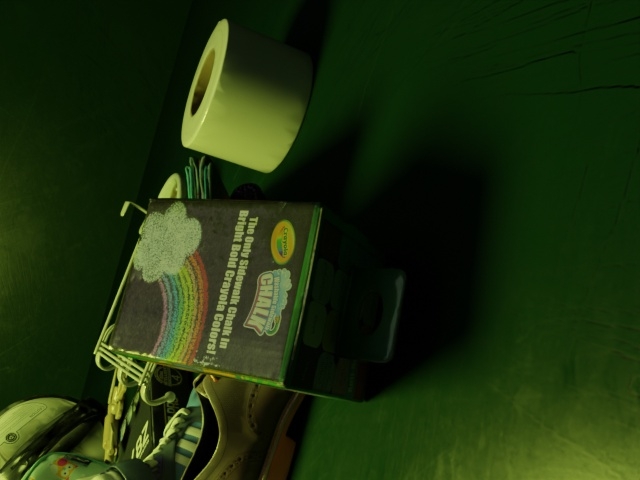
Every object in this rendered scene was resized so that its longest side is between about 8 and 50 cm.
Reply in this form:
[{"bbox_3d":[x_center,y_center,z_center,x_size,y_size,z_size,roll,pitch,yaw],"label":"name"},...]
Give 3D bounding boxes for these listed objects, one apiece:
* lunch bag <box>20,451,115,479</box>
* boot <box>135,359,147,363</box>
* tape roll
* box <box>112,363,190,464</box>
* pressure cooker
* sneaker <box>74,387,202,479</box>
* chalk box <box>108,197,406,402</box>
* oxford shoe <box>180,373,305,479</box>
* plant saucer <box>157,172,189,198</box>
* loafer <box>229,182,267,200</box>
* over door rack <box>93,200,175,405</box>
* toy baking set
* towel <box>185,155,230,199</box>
[{"bbox_3d":[-0.372,0.457,0.926,0.279,0.224,0.108,-72,-1,-60],"label":"lunch bag"},{"bbox_3d":[-0.321,0.195,1.294,0.115,0.112,0.305,-58,4,-34],"label":"boot"},{"bbox_3d":[-0.143,-0.266,1.160,0.246,0.169,0.246,-43,39,50],"label":"tape roll"},{"bbox_3d":[-0.362,0.496,1.252,0.395,0.097,0.318,-62,29,23],"label":"box"},{"bbox_3d":[-0.768,0.637,1.712,0.420,0.375,0.370,-58,35,36],"label":"pressure cooker"},{"bbox_3d":[-0.258,0.340,0.948,0.130,0.236,0.323,-56,30,34],"label":"sneaker"},{"bbox_3d":[-0.042,0.068,0.665,0.288,0.179,0.180,5,75,28],"label":"chalk box"},{"bbox_3d":[-0.088,0.169,0.815,0.130,0.132,0.364,-7,69,65],"label":"oxford shoe"},{"bbox_3d":[-0.377,0.033,1.562,0.400,0.100,0.401,-45,37,48],"label":"plant saucer"},{"bbox_3d":[-0.104,0.015,1.039,0.080,0.078,0.220,-6,73,20],"label":"loafer"},{"bbox_3d":[-0.294,0.103,1.113,0.239,0.108,0.324,9,88,50],"label":"over door rack"},{"bbox_3d":[-0.433,0.342,1.336,0.197,0.030,0.256,-68,24,20],"label":"toy baking set"},{"bbox_3d":[-0.171,0.039,0.974,0.370,0.040,0.272,123,149,-84],"label":"towel"}]
